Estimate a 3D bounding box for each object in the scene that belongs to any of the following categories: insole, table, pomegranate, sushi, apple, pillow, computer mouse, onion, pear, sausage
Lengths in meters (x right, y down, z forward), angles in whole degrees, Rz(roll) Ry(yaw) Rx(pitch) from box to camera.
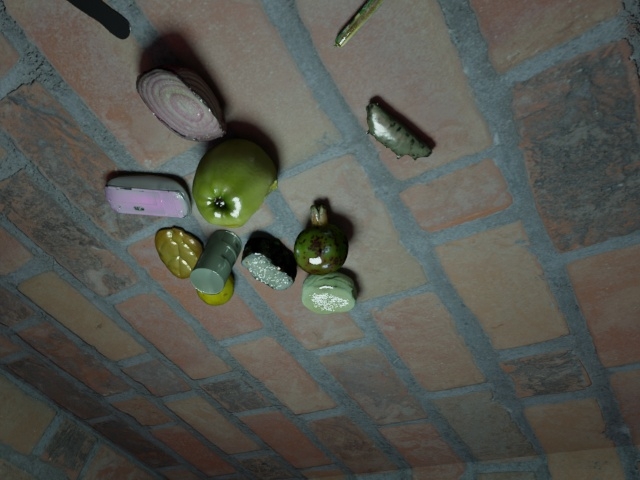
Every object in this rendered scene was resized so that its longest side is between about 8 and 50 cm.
[{"bbox_3d":[-0.630,-0.649,1.261,0.253,0.005,0.086,40,127,-20],"label":"insole"},{"bbox_3d":[-0.373,0.074,1.671,0.126,0.220,0.126,6,128,7],"label":"table"},{"bbox_3d":[0.000,0.000,1.560,0.202,0.202,0.248,-3,102,14],"label":"pomegranate"},{"bbox_3d":[-0.185,0.079,1.696,0.124,0.127,0.225,-32,125,31],"label":"sushi"},{"bbox_3d":[-0.264,-0.177,1.429,0.278,0.279,0.279,6,130,7],"label":"apple"},{"bbox_3d":[0.212,-0.301,1.344,0.241,0.051,0.093,34,123,-17],"label":"pillow"},{"bbox_3d":[-0.598,-0.151,1.626,0.310,0.072,0.158,4,131,9],"label":"computer mouse"},{"bbox_3d":[-0.396,-0.413,1.352,0.247,0.111,0.250,4,145,39],"label":"onion"},{"bbox_3d":[-0.411,0.178,1.815,0.148,0.149,0.162,8,135,5],"label":"pear"},{"bbox_3d":[0.124,-0.575,1.145,0.032,0.033,0.269,37,127,-19],"label":"sausage"}]

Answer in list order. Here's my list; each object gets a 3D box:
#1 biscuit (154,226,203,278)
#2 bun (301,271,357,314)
[{"bbox_3d":[-0.550,0.055,1.810,0.202,0.041,0.260,12,129,1],"label":"biscuit"},{"bbox_3d":[0.030,0.192,1.761,0.221,0.108,0.221,4,138,4],"label":"bun"}]
